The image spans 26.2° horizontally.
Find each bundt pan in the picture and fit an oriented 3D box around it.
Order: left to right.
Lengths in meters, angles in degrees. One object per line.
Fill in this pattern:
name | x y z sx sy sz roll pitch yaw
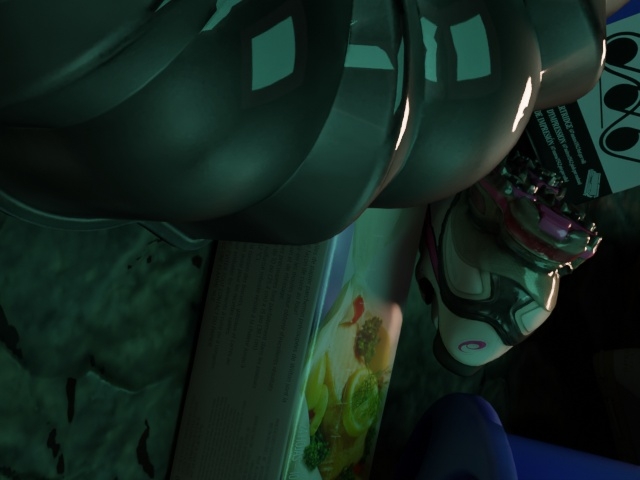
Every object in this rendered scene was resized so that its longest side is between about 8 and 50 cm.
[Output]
bundt pan | -0.007 -0.148 0.413 0.330 0.124 0.331 -9 106 -33

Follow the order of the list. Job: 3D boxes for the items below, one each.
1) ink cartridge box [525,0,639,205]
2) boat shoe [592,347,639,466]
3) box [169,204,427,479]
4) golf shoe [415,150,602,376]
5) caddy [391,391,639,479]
ink cartridge box | 0.130 -0.108 0.667 0.046 0.097 0.207 -94 159 -44
boat shoe | 0.201 0.130 0.883 0.056 0.048 0.153 -68 155 -46
box | 0.000 0.000 0.576 0.063 0.067 0.324 6 97 -51
golf shoe | 0.068 -0.003 0.615 0.086 0.067 0.186 -58 -175 14
caddy | 0.072 0.241 0.612 0.179 0.241 0.341 9 97 -7
